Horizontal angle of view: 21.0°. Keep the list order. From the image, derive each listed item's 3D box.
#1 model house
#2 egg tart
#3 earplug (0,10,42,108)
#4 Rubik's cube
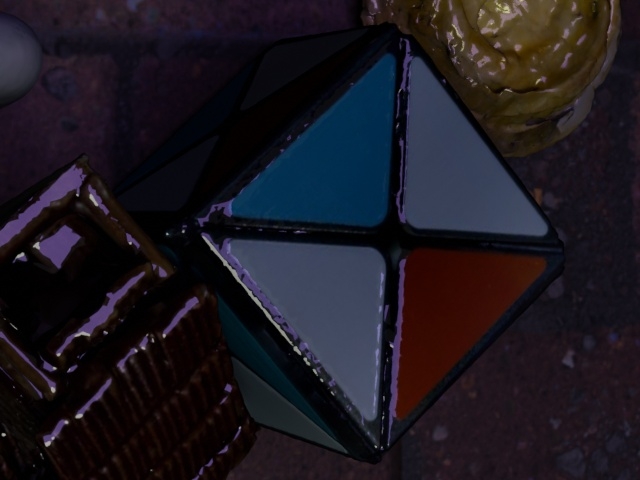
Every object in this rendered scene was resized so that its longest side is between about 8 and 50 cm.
[{"bbox_3d":[-0.217,0.149,1.250,0.317,0.297,0.282,-45,103,-20],"label":"model house"},{"bbox_3d":[0.164,-0.209,1.533,0.279,0.095,0.279,-2,94,-26],"label":"egg tart"},{"bbox_3d":[-0.332,-0.056,1.216,0.175,0.214,0.325,50,60,-16],"label":"earplug"},{"bbox_3d":[0.000,0.000,1.374,0.250,0.248,0.246,-45,108,-19],"label":"Rubik's cube"}]
